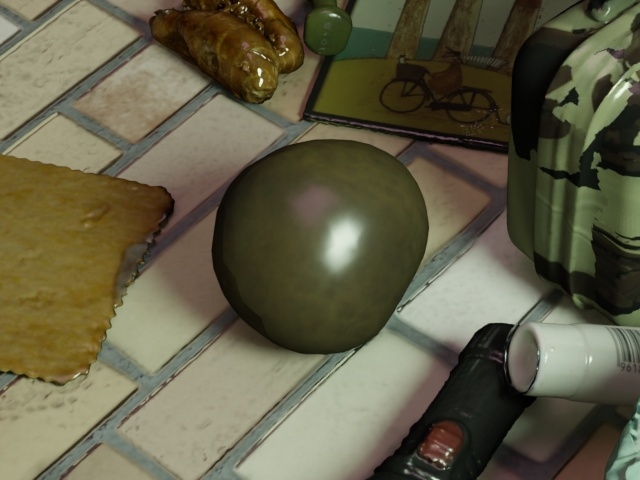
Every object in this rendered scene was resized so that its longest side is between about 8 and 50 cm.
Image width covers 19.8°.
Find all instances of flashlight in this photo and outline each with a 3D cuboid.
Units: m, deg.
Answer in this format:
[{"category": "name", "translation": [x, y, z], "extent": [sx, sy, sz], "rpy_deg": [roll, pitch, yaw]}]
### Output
[{"category": "flashlight", "translation": [0.098, 0.155, 1.390], "extent": [0.093, 0.093, 0.232], "rpy_deg": [23, 54, 23]}]

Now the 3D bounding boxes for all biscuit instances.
[{"category": "biscuit", "translation": [-0.270, 0.015, 1.589], "extent": [0.236, 0.013, 0.232], "rpy_deg": [12, 51, 14]}]

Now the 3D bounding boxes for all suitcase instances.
[{"category": "suitcase", "translation": [0.307, -0.136, 1.462], "extent": [0.351, 0.339, 0.194], "rpy_deg": [-33, 55, -22]}]

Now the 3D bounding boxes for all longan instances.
[{"category": "longan", "translation": [0.000, 0.000, 1.490], "extent": [0.189, 0.189, 0.189], "rpy_deg": [-2, 48, 2]}]

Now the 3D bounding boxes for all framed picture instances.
[{"category": "framed picture", "translation": [0.143, -0.209, 1.758], "extent": [0.244, 0.013, 0.324], "rpy_deg": [10, 51, 12]}]

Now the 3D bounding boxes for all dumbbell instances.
[{"category": "dumbbell", "translation": [0.004, -0.224, 1.743], "extent": [0.046, 0.052, 0.118], "rpy_deg": [7, 38, -9]}]

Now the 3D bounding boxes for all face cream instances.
[{"category": "face cream", "translation": [0.259, 0.098, 1.416], "extent": [0.243, 0.058, 0.092], "rpy_deg": [6, 47, -22]}]

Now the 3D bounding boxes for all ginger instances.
[{"category": "ginger", "translation": [-0.081, -0.199, 1.724], "extent": [0.162, 0.073, 0.103], "rpy_deg": [33, 58, 30]}]

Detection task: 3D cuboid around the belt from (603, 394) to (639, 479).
[{"category": "belt", "translation": [0.282, 0.175, 1.265], "extent": [0.150, 0.207, 0.257], "rpy_deg": [18, 20, 23]}]
